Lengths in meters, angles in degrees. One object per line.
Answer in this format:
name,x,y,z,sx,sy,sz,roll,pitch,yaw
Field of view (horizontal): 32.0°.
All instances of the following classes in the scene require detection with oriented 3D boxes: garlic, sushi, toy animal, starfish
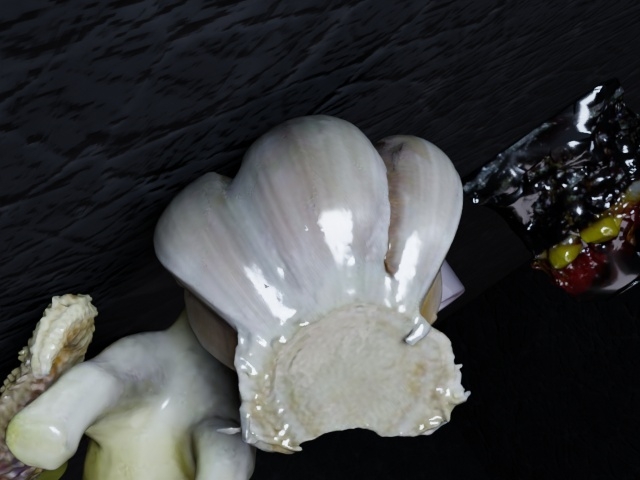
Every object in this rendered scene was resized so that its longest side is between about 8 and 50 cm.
garlic,0.000,0.000,0.502,0.131,0.127,0.194,-15,-161,5
sushi,0.240,-0.030,0.978,0.153,0.150,0.172,-35,171,14
toy animal,-0.093,0.137,0.561,0.168,0.121,0.233,-71,178,-54
starfish,-0.194,0.124,0.610,0.299,0.060,0.302,-38,171,14

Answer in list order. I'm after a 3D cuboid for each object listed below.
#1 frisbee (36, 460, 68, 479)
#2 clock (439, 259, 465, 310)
frisbee,-0.328,0.256,0.988,0.236,0.017,0.236,-32,172,-5
clock,0.055,0.080,1.196,0.197,0.068,0.197,-32,171,-6
